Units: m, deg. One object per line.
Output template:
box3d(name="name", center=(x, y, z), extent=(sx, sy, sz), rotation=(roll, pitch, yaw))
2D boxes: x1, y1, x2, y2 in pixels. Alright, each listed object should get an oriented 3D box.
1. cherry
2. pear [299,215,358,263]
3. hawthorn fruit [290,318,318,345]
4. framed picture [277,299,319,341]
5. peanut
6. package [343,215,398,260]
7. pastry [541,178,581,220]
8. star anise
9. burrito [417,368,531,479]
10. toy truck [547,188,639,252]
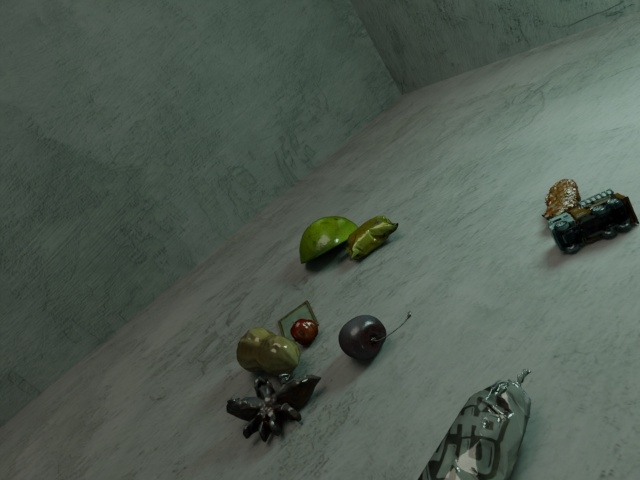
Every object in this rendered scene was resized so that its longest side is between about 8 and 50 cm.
box3d(name="cherry", center=(0.130, 0.245, 1.255), extent=(0.188, 0.115, 0.148), rotation=(-38, -20, -29))
box3d(name="pear", center=(0.001, -0.005, 1.904), extent=(0.288, 0.139, 0.239), rotation=(-28, 10, 18))
box3d(name="hawthorn fruit", center=(-0.055, 0.284, 1.466), extent=(0.093, 0.093, 0.093), rotation=(-30, 20, 12))
box3d(name="framed picture", center=(-0.081, 0.288, 1.618), extent=(0.136, 0.010, 0.201), rotation=(-36, 19, -1))
box3d(name="peanut", center=(-0.161, 0.343, 1.423), extent=(0.149, 0.149, 0.313), rotation=(-45, 22, -26))
box3d(name="package", center=(0.184, -0.014, 1.757), extent=(0.226, 0.090, 0.168), rotation=(-39, 16, 2))
box3d(name="pastry", center=(0.658, -0.100, 1.251), extent=(0.087, 0.063, 0.169), rotation=(-26, 25, 49))
box3d(name="star anise", center=(-0.141, 0.431, 1.241), extent=(0.257, 0.110, 0.198), rotation=(-8, 33, 41))
box3d(name="burrito", center=(0.233, 0.385, 0.757), extent=(0.445, 0.101, 0.139), rotation=(-48, 18, -28))
box3d(name="toy truck", center=(0.645, -0.051, 1.124), extent=(0.178, 0.080, 0.115), rotation=(-27, 16, 19))
